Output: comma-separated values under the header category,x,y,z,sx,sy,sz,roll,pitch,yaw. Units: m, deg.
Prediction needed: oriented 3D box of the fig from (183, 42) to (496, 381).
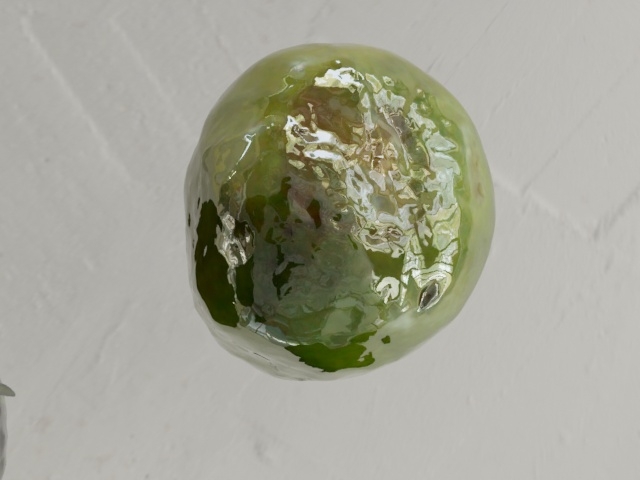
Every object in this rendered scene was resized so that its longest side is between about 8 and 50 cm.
category,x,y,z,sx,sy,sz,roll,pitch,yaw
fig,0.011,0.002,0.701,0.167,0.233,0.167,-5,-120,9

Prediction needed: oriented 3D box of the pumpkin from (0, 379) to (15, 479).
category,x,y,z,sx,sy,sz,roll,pitch,yaw
pumpkin,-0.343,0.133,0.853,0.296,0.296,0.295,2,-77,10
